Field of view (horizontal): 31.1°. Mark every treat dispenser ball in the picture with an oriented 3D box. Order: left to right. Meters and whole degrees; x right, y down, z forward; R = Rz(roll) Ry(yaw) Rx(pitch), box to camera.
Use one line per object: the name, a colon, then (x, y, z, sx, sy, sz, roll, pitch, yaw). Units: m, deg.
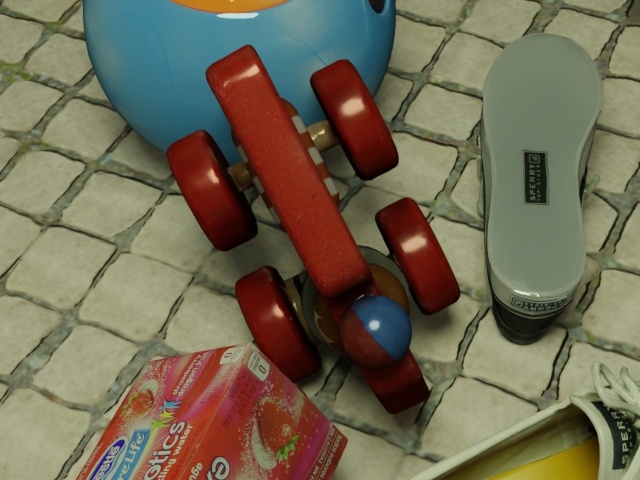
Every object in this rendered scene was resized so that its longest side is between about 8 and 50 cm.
treat dispenser ball: (-0.074, -0.206, 1.072, 0.288, 0.288, 0.288, -2, 50, 2)

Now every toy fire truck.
toy fire truck: (0.000, 0.000, 0.871, 0.169, 0.302, 0.254, -26, 7, 2)

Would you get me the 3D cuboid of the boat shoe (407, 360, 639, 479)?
boat shoe: (0.212, 0.153, 0.835, 0.367, 0.156, 0.135, -16, 51, -9)

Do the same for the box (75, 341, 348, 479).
box: (-0.103, 0.209, 0.804, 0.128, 0.122, 0.256, -14, 37, 42)

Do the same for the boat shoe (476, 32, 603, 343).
boat shoe: (0.196, -0.051, 1.045, 0.113, 0.105, 0.306, 3, 57, 1)
